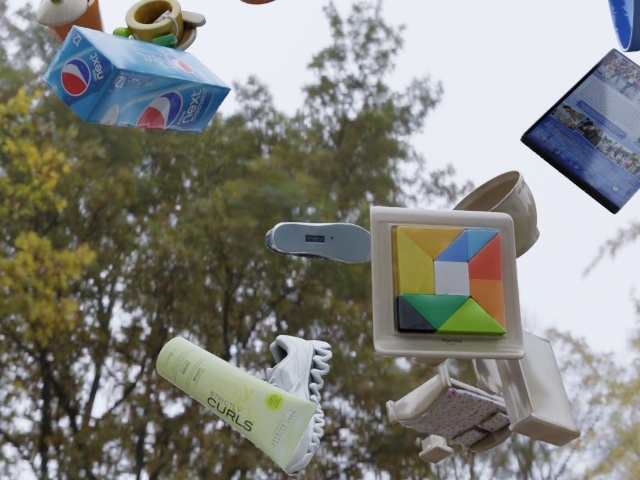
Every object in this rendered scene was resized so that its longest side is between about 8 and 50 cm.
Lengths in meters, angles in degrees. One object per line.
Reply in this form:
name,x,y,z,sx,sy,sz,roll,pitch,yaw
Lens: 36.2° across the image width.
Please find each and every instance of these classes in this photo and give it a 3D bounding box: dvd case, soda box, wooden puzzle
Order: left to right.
soda box,-0.184,-0.162,1.017,0.071,0.210,0.067,43,-71,17
wooden puzzle,0.184,0.057,1.424,0.221,0.238,0.044,2,-24,-9
dvd case,0.445,-0.171,1.482,0.180,0.253,0.022,41,-26,15

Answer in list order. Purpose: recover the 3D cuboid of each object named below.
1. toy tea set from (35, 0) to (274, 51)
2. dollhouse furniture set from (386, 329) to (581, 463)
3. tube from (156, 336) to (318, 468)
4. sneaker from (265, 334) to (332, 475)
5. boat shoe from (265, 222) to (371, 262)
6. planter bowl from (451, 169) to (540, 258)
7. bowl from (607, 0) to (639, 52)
toy tea set,-0.186,-0.335,1.197,0.336,0.200,0.124,-34,-40,-18
dollhouse furniture set,0.217,0.302,1.584,0.303,0.173,0.355,24,-50,-33
tube,-0.117,0.206,1.316,0.240,0.062,0.070,27,-54,29
sneaker,-0.057,0.305,1.846,0.118,0.292,0.110,25,-47,-20
boat shoe,0.000,0.000,1.637,0.183,0.083,0.065,8,-94,-14
planter bowl,0.301,-0.027,1.650,0.162,0.162,0.109,-34,-76,23
bowl,0.432,-0.453,1.326,0.077,0.391,0.391,-6,-53,12
